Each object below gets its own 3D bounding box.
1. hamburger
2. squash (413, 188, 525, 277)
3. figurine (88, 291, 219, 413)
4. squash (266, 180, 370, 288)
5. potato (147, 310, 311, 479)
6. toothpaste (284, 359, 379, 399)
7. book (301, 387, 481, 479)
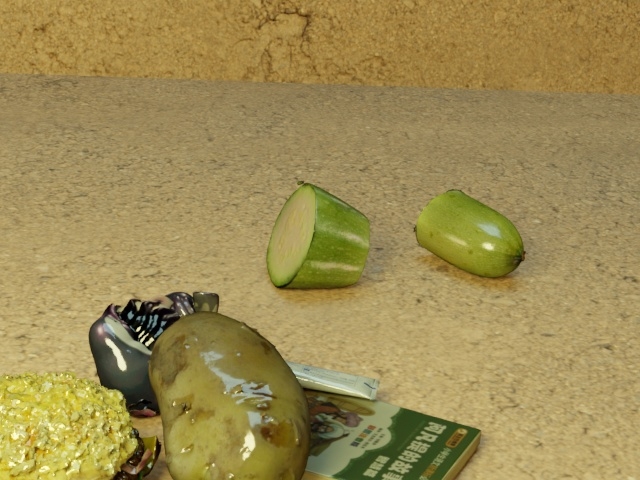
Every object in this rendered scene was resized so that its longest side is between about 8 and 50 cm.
[{"bbox_3d":[-0.290,0.215,1.263,0.243,0.139,0.262,9,22,10],"label":"hamburger"},{"bbox_3d":[0.258,0.000,2.002,0.123,0.123,0.186,-12,31,-38],"label":"squash"},{"bbox_3d":[-0.213,0.139,1.530,0.145,0.145,0.222,12,11,20],"label":"figurine"},{"bbox_3d":[0.000,0.000,1.890,0.122,0.170,0.170,11,18,-19],"label":"squash"},{"bbox_3d":[-0.097,0.182,1.330,0.164,0.165,0.262,-2,43,-17],"label":"potato"},{"bbox_3d":[-0.035,0.167,1.529,0.218,0.033,0.052,9,22,8],"label":"toothpaste"},{"bbox_3d":[0.033,0.237,1.435,0.264,0.027,0.202,14,21,23],"label":"book"}]
